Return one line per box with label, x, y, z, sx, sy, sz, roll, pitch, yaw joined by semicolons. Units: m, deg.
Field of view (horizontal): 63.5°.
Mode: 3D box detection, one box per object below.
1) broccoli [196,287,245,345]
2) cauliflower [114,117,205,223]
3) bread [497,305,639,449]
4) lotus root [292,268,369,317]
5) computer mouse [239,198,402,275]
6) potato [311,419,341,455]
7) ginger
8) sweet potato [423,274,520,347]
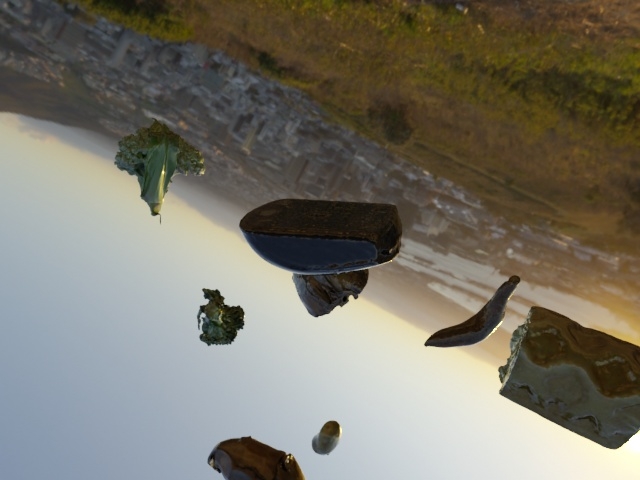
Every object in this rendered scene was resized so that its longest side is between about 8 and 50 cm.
broccoli;-0.358;0.242;1.814;0.177;0.199;0.275;-7;144;-7
cauliflower;-0.497;-0.208;1.568;0.238;0.315;0.256;10;-178;26
bread;0.481;0.248;0.970;0.252;0.196;0.239;26;138;15
lotus root;-0.006;0.024;1.094;0.078;0.167;0.329;57;179;-30
computer mouse;0.000;0.000;0.865;0.269;0.100;0.170;5;-152;19
potato;0.021;0.591;1.541;0.070;0.091;0.138;43;139;17
ginger;-0.055;0.427;0.770;0.309;0.133;0.107;57;-161;17
sweet potato;0.467;0.237;1.521;0.108;0.346;0.079;34;-157;-30
